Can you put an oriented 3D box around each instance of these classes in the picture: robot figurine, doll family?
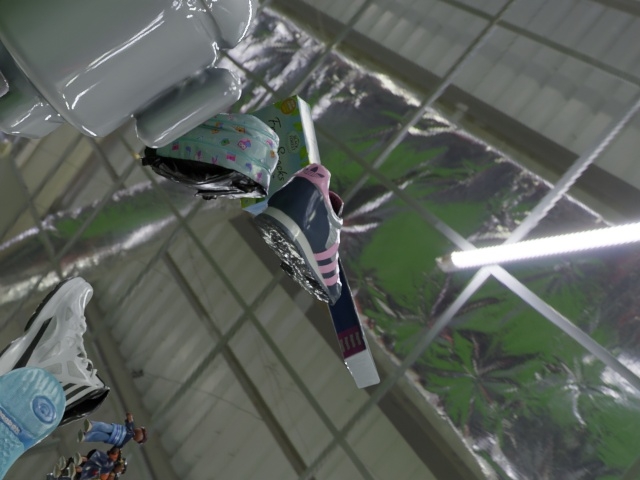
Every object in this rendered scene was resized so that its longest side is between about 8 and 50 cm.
[{"bbox_3d":[-0.215,-0.251,0.808,0.353,0.300,0.200,-34,-171,-1],"label":"robot figurine"},{"bbox_3d":[-0.348,0.353,1.182,0.193,0.111,0.076,-50,-140,25],"label":"doll family"}]

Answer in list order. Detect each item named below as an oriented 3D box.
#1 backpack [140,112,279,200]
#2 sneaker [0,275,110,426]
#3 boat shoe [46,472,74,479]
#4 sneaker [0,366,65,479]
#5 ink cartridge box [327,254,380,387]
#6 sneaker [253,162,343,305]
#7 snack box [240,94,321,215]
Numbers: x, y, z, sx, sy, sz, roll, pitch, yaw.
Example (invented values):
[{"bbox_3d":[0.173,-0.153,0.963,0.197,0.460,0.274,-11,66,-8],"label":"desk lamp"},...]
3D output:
[{"bbox_3d":[-0.150,-0.124,1.099,0.181,0.152,0.115,8,-99,37],"label":"backpack"},{"bbox_3d":[-0.615,0.290,1.833,0.169,0.257,0.448,-57,-173,37],"label":"sneaker"},{"bbox_3d":[-0.626,0.690,1.728,0.108,0.102,0.302,8,-93,65],"label":"boat shoe"},{"bbox_3d":[-0.552,0.328,1.170,0.208,0.127,0.319,-33,-172,20],"label":"sneaker"},{"bbox_3d":[0.050,0.154,1.781,0.071,0.330,0.324,-19,-120,2],"label":"ink cartridge box"},{"bbox_3d":[0.000,0.000,1.164,0.112,0.319,0.131,31,-105,20],"label":"sneaker"},{"bbox_3d":[-0.093,-0.179,1.573,0.174,0.070,0.207,-17,-108,22],"label":"snack box"}]
